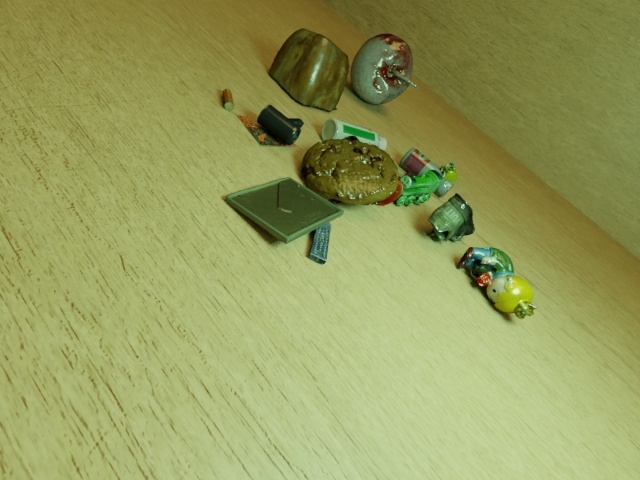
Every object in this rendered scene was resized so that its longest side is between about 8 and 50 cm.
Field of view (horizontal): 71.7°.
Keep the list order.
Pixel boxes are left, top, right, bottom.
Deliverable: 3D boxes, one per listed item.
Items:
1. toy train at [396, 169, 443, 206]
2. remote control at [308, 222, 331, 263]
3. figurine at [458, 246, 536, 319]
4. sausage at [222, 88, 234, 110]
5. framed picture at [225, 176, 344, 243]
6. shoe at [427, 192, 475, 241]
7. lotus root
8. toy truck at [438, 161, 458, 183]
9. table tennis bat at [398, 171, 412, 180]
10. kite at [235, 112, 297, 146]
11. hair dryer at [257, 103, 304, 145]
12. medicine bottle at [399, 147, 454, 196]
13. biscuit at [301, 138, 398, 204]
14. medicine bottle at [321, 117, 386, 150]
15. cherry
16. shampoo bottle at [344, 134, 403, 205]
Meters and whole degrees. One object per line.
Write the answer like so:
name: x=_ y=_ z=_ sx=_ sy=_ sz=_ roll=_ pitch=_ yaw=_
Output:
toy train: x=0.327 y=-0.184 z=1.527 sx=0.251 sy=0.119 sz=0.085 roll=-12 pitch=56 yaw=-50
remote control: x=0.001 y=-0.001 z=1.079 sx=0.044 sy=0.027 sz=0.152 roll=31 pitch=34 yaw=-15
figurine: x=0.520 y=0.124 z=1.309 sx=0.185 sy=0.127 sz=0.234 roll=17 pitch=46 yaw=-18
sausage: x=-0.290 y=-0.445 z=1.381 sx=0.031 sy=0.031 sz=0.107 roll=14 pitch=39 yaw=-30
framed picture: x=-0.080 y=-0.085 z=1.092 sx=0.192 sy=0.018 sz=0.265 roll=35 pitch=32 yaw=18
shoe: x=0.414 y=-0.051 z=1.448 sx=0.109 sy=0.149 sz=0.293 roll=57 pitch=6 yaw=23
lotus root: x=-0.023 y=-0.696 z=1.790 sx=0.317 sy=0.249 sz=0.316 roll=25 pitch=24 yaw=-12
toy truck: x=0.554 y=-0.296 z=1.913 sx=0.076 sy=0.076 sz=0.111 roll=25 pitch=34 yaw=-16
table tennis bat: x=0.313 y=-0.231 z=1.669 sx=0.098 sy=0.019 sz=0.155 roll=40 pitch=36 yaw=8
kite: x=-0.169 y=-0.312 z=1.344 sx=0.223 sy=0.008 sz=0.125 roll=25 pitch=35 yaw=-15
hair dryer: x=-0.091 y=-0.374 z=1.438 sx=0.128 sy=0.069 sz=0.255 roll=39 pitch=25 yaw=8
medicine bottle: x=0.417 y=-0.265 z=1.736 sx=0.217 sy=0.090 sz=0.090 roll=43 pitch=33 yaw=12
biscuit: x=0.090 y=-0.212 z=1.302 sx=0.297 sy=0.075 sz=0.295 roll=6 pitch=46 yaw=-6
medicine bottle: x=0.129 y=-0.372 z=1.609 sx=0.260 sy=0.095 sz=0.095 roll=5 pitch=43 yaw=-37
cherry: x=0.287 y=-0.810 z=2.141 sx=0.292 sy=0.335 sz=0.325 roll=18 pitch=78 yaw=-18
shampoo bottle: x=0.158 y=-0.244 z=1.459 sx=0.105 sy=0.104 sz=0.278 roll=3 pitch=45 yaw=-40
